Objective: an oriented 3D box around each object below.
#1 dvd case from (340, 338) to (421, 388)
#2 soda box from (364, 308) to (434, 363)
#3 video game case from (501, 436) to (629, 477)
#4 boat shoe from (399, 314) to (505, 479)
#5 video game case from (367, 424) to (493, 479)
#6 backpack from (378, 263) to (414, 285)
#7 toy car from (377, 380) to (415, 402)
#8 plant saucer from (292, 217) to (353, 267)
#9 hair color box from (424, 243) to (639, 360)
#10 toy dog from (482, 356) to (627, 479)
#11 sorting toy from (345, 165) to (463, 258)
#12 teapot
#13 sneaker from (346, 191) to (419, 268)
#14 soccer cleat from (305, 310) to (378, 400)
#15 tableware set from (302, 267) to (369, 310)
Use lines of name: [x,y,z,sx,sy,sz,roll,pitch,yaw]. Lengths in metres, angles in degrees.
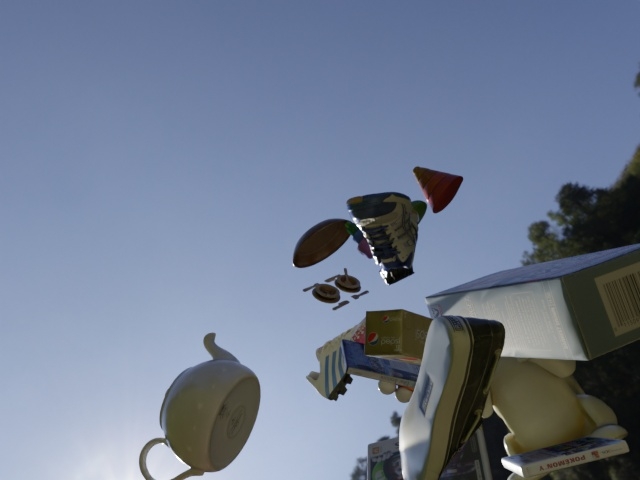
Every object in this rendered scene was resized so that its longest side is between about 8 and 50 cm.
dvd case: [0.181,0.328,1.474,0.253,0.180,0.022,13,-79,-5]
soda box: [0.133,0.141,0.799,0.058,0.061,0.181,-8,-20,34]
video game case: [0.445,0.400,1.042,0.184,0.023,0.201,-16,-19,3]
boat shoe: [0.134,0.175,0.572,0.070,0.077,0.219,3,-62,-14]
video game case: [0.143,0.337,0.746,0.173,0.190,0.022,-21,-60,18]
backpack: [0.216,0.066,1.670,0.098,0.101,0.120,-31,-24,-5]
toy car: [0.319,0.538,2.224,0.182,0.159,0.136,27,-45,-4]
plant saucer: [0.000,0.000,1.534,0.199,0.036,0.198,-31,-22,-14]
hair color box: [0.339,0.101,0.879,0.186,0.113,0.374,-16,-5,-18]
toy dog: [0.518,0.332,1.365,0.396,0.407,0.284,10,-45,-47]
sorting toy: [0.205,-0.093,1.444,0.366,0.126,0.127,-34,-26,-26]
teapot: [-0.264,0.371,1.229,0.256,0.187,0.252,-27,-54,-63]
sneaker: [0.141,-0.012,1.132,0.112,0.130,0.296,-5,-12,26]
soccer cleat: [0.065,0.333,1.700,0.331,0.143,0.116,-61,-20,15]
tableware set: [0.053,0.138,1.699,0.194,0.128,0.039,-19,-50,-49]
